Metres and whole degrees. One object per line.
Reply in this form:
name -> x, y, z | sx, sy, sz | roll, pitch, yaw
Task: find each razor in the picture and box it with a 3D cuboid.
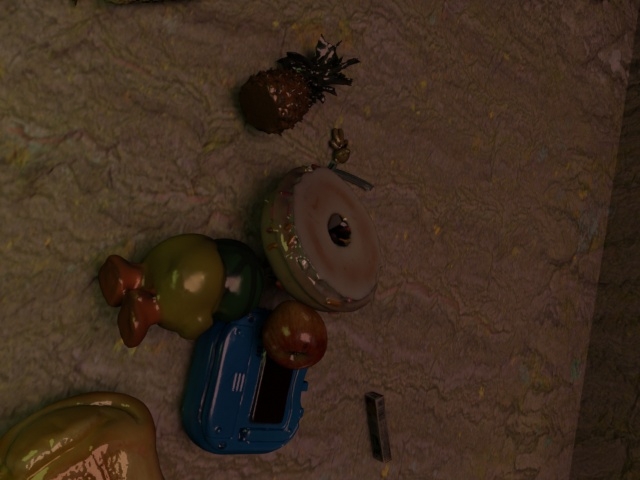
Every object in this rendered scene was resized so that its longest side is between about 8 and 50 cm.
razor -> 0.077, -0.175, 1.502 | 0.191, 0.037, 0.068 | 12, 126, -43

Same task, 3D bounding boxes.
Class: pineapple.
pineapple -> -0.046, -0.393, 1.336 | 0.364, 0.165, 0.165 | -46, 119, -39

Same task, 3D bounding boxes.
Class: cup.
cup -> -0.092, 0.062, 1.357 | 0.099, 0.102, 0.074 | 27, 113, -39

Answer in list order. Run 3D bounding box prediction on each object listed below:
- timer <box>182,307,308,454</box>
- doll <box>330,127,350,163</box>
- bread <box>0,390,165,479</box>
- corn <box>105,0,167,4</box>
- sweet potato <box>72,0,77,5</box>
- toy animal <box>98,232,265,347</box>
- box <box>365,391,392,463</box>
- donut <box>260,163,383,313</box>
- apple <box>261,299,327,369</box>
timer -> -0.156, 0.329, 1.274 | 0.309, 0.115, 0.340 | 19, 78, -42
doll -> 0.051, -0.260, 1.485 | 0.061, 0.051, 0.093 | -9, 68, -39
bread -> -0.452, 0.430, 0.977 | 0.316, 0.211, 0.270 | -22, 97, -46
corn -> -0.336, -0.538, 1.114 | 0.253, 0.086, 0.086 | -23, 106, -38
sweet potato -> -0.454, -0.564, 1.026 | 0.068, 0.068, 0.226 | 17, 79, -39
toy animal -> -0.255, 0.082, 1.108 | 0.338, 0.216, 0.191 | -4, 137, -46
box -> 0.171, 0.552, 1.594 | 0.041, 0.050, 0.207 | -15, 101, -35
donut -> 0.000, 0.000, 1.311 | 0.383, 0.142, 0.382 | 31, 47, -40
apple -> -0.058, 0.207, 1.197 | 0.146, 0.146, 0.131 | 42, 27, -33
